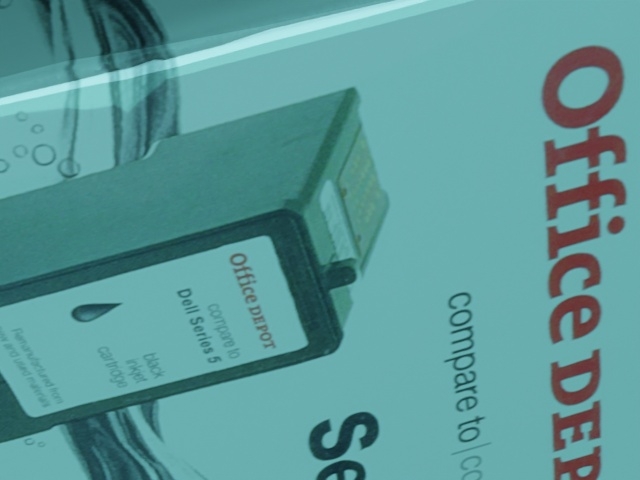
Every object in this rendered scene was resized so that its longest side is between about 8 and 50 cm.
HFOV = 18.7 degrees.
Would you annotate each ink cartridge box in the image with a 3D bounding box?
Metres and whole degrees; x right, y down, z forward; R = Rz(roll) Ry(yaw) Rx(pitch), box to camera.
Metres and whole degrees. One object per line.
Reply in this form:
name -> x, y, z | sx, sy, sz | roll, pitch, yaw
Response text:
ink cartridge box -> -0.061, 0.010, 0.425 | 0.273, 0.115, 0.198 | -15, 134, -7
